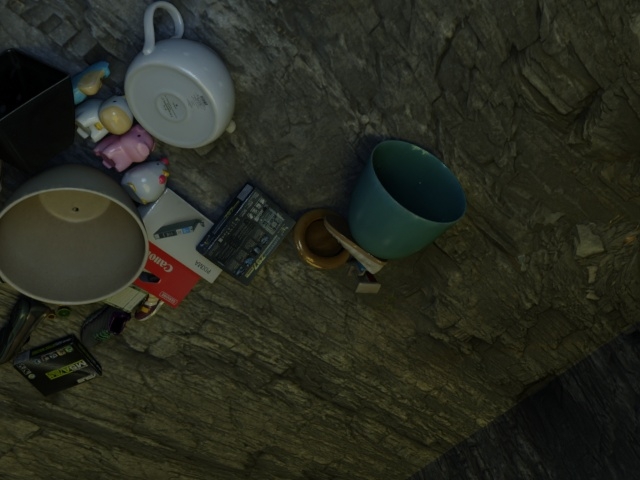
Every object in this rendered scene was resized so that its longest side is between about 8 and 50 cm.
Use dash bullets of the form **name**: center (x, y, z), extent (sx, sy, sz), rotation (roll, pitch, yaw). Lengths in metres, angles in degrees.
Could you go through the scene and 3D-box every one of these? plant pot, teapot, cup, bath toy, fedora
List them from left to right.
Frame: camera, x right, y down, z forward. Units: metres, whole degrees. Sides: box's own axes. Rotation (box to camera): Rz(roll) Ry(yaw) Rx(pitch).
- **plant pot**: center (-0.612, -0.252, 1.295), extent (0.188, 0.187, 0.167), rotation (-49, 153, -32)
- **cup**: center (-0.575, -0.050, 1.486), extent (0.331, 0.237, 0.331), rotation (-9, 131, -11)
- **bath toy**: center (-0.448, -0.233, 1.461), extent (0.129, 0.151, 0.348), rotation (-51, 140, -24)
- **teapot**: center (-0.288, -0.343, 1.384), extent (0.252, 0.187, 0.256), rotation (27, 138, -7)
- **fedora**: center (0.000, 0.000, 1.845), extent (0.194, 0.194, 0.079), rotation (6, 165, -26)
- **plant pot**: center (0.210, -0.087, 1.740), extent (0.293, 0.293, 0.235), rotation (8, 138, -27)

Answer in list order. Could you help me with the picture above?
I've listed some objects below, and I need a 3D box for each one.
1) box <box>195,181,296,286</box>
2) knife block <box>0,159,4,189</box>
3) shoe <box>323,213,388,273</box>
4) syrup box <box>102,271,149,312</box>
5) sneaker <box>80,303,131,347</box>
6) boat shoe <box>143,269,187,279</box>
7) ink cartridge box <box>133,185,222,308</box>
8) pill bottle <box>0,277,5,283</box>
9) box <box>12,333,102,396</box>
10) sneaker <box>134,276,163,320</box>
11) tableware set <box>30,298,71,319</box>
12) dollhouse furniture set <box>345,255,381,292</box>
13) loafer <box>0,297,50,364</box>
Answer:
- **box**: center (-0.199, -0.015, 1.735), extent (0.232, 0.059, 0.183), rotation (-53, 131, -4)
- **knife block**: center (-0.883, -0.125, 1.408), extent (0.276, 0.088, 0.242), rotation (-38, 133, 15)
- **shoe**: center (0.089, 0.011, 1.795), extent (0.058, 0.219, 0.076), rotation (-55, 172, 36)
- **syrup box**: center (-0.587, 0.096, 1.716), extent (0.093, 0.096, 0.237), rotation (-43, 131, 16)
- **sneaker**: center (-0.624, 0.254, 1.842), extent (0.083, 0.098, 0.223), rotation (27, 116, -37)
- **boat shoe**: center (-0.428, 0.054, 1.760), extent (0.183, 0.065, 0.083), rotation (15, 125, -30)
- **ink cartridge box**: center (-0.395, 0.031, 1.694), extent (0.261, 0.066, 0.296), rotation (-52, 132, -4)
- **pill bottle**: center (-0.774, 0.047, 1.589), extent (0.187, 0.112, 0.112), rotation (-11, 133, -11)
- **box**: center (-0.793, 0.381, 1.931), extent (0.191, 0.045, 0.184), rotation (-20, 132, -2)
- **sneaker**: center (-0.484, 0.153, 1.835), extent (0.185, 0.069, 0.084), rotation (-41, 123, 9)
- **tableware set**: center (-0.747, 0.164, 1.767), extent (0.104, 0.024, 0.154), rotation (-4, 131, -18)
- **dollhouse furniture set**: center (0.153, 0.047, 1.895), extent (0.129, 0.183, 0.129), rotation (4, 129, -25)
- **loafer**: center (-0.834, 0.265, 1.770), extent (0.084, 0.096, 0.267), rotation (14, 130, -38)
